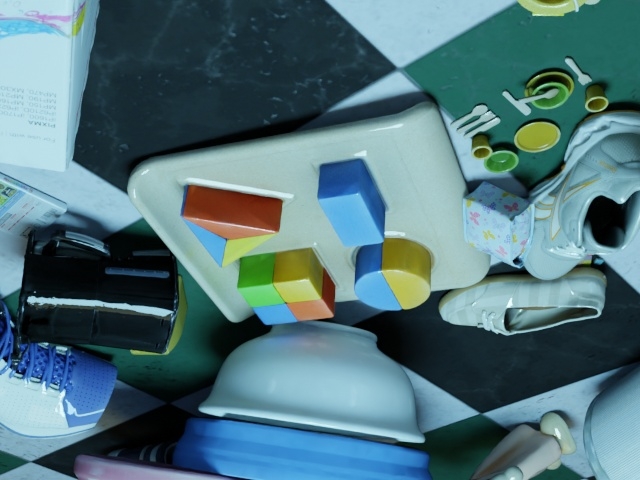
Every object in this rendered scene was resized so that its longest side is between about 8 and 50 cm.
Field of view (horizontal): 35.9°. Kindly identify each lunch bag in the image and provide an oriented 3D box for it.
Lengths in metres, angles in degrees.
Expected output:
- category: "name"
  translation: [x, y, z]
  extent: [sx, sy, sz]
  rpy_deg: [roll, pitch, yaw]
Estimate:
- category: "lunch bag"
  translation: [0.199, -0.015, 1.107]
  extent: [0.071, 0.053, 0.083]
  rpy_deg: [29, 142, 36]

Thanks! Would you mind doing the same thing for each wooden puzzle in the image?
- category: "wooden puzzle"
  translation: [0.312, 0.027, 1.235]
  extent: [0.083, 0.006, 0.049]
  rpy_deg: [-5, 144, 6]
- category: "wooden puzzle"
  translation: [0.000, 0.000, 1.132]
  extent: [0.348, 0.080, 0.322]
  rpy_deg: [-12, 143, 15]

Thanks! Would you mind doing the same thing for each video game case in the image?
- category: "video game case"
  translation: [-0.364, -0.043, 1.127]
  extent: [0.122, 0.011, 0.087]
  rpy_deg: [28, 136, -34]

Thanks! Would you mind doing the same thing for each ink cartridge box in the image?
- category: "ink cartridge box"
  translation: [-0.215, -0.229, 0.685]
  extent: [0.131, 0.226, 0.306]
  rpy_deg: [9, 143, -13]

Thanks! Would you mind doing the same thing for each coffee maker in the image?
- category: "coffee maker"
  translation: [-0.260, 0.081, 1.152]
  extent: [0.178, 0.171, 0.120]
  rpy_deg: [7, 156, -14]

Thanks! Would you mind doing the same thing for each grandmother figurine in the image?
- category: "grandmother figurine"
  translation: [0.241, 0.399, 1.534]
  extent: [0.342, 0.104, 0.207]
  rpy_deg: [-27, 147, -31]

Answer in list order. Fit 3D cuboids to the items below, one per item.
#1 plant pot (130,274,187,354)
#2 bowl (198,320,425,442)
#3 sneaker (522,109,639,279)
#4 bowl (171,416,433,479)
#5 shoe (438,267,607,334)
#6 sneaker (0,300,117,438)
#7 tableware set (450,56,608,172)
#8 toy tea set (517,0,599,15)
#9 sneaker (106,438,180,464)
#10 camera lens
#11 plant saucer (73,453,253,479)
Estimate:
- category: "plant pot"
  translation: [-0.217, 0.100, 1.265]
  extent: [0.081, 0.083, 0.081]
  rpy_deg: [0, 144, -1]
- category: "bowl"
  translation: [-0.004, 0.181, 1.301]
  extent: [0.298, 0.134, 0.298]
  rpy_deg: [7, 167, 2]
- category: "sneaker"
  translation: [0.282, -0.018, 1.075]
  extent: [0.099, 0.121, 0.262]
  rpy_deg: [5, 144, -7]
- category: "bowl"
  translation: [-0.022, 0.324, 1.471]
  extent: [0.391, 0.077, 0.391]
  rpy_deg: [8, 168, 2]
- category: "shoe"
  translation: [0.254, 0.083, 1.261]
  extent: [0.219, 0.058, 0.076]
  rpy_deg: [-12, 141, 24]
- category: "sneaker"
  translation: [-0.422, 0.160, 1.311]
  extent: [0.316, 0.127, 0.182]
  rpy_deg: [16, 143, -19]
- category: "tableware set"
  translation: [0.219, -0.120, 1.015]
  extent: [0.154, 0.024, 0.104]
  rpy_deg: [-28, 136, 32]
- category: "toy tea set"
  translation: [0.295, -0.227, 0.747]
  extent: [0.336, 0.124, 0.200]
  rpy_deg: [2, 144, 12]
- category: "sneaker"
  translation: [-0.227, 0.430, 1.713]
  extent: [0.153, 0.099, 0.282]
  rpy_deg: [-21, 137, 28]
- category: "camera lens"
  translation: [0.521, 0.259, 1.378]
  extent: [0.219, 0.219, 0.274]
  rpy_deg: [13, 142, -18]
- category: "plant saucer"
  translation: [-0.196, 0.374, 1.441]
  extent: [0.332, 0.084, 0.332]
  rpy_deg: [7, 168, 2]
